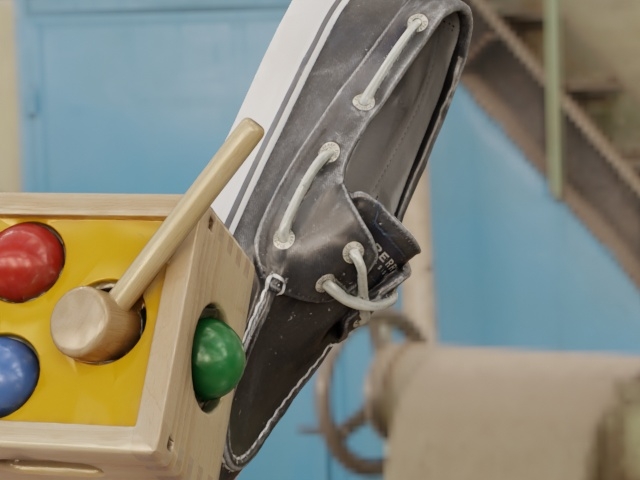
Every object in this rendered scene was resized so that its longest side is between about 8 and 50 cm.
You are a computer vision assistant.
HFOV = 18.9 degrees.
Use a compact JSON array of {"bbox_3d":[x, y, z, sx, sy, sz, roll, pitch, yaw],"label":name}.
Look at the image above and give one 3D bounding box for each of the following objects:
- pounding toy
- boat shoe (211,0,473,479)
[{"bbox_3d":[-0.085,0.030,0.775,0.141,0.130,0.100,1,-25,18],"label":"pounding toy"},{"bbox_3d":[0.000,0.000,1.000,0.102,0.301,0.108,13,-20,27],"label":"boat shoe"}]
